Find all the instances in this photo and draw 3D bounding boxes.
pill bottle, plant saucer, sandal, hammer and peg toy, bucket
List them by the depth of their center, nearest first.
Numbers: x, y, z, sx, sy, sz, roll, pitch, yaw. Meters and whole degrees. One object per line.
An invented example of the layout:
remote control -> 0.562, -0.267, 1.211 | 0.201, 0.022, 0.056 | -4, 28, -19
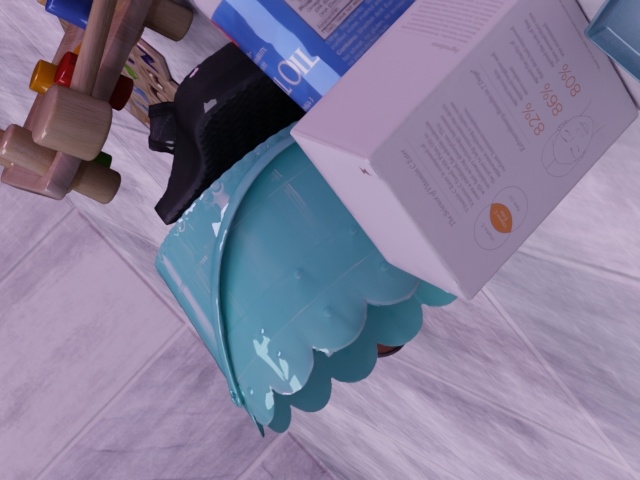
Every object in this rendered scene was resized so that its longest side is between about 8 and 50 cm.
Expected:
plant saucer -> 0.192, -0.127, 0.790 | 0.067, 0.018, 0.192 | 42, 167, 6
pill bottle -> -0.011, -0.174, 1.031 | 0.221, 0.124, 0.124 | 44, 168, 0
bucket -> 0.001, 0.020, 1.322 | 0.183, 0.281, 0.281 | 50, 169, 11
sandal -> -0.090, -0.128, 1.414 | 0.107, 0.168, 0.446 | 57, 163, 7
hammer and peg toy -> -0.231, -0.167, 1.511 | 0.127, 0.265, 0.361 | 25, 174, -22

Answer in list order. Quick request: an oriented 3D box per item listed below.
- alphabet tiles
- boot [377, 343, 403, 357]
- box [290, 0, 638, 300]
alphabet tiles -> -0.238, -0.207, 1.920 | 0.285, 0.011, 0.342 | 39, 167, 16
boot -> 0.000, 0.000, 1.758 | 0.264, 0.096, 0.280 | 47, 163, 22
box -> 0.092, -0.074, 0.927 | 0.091, 0.170, 0.130 | 26, 158, 54
